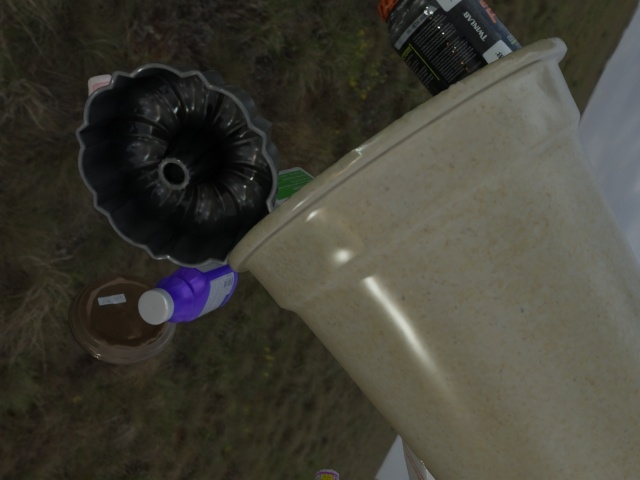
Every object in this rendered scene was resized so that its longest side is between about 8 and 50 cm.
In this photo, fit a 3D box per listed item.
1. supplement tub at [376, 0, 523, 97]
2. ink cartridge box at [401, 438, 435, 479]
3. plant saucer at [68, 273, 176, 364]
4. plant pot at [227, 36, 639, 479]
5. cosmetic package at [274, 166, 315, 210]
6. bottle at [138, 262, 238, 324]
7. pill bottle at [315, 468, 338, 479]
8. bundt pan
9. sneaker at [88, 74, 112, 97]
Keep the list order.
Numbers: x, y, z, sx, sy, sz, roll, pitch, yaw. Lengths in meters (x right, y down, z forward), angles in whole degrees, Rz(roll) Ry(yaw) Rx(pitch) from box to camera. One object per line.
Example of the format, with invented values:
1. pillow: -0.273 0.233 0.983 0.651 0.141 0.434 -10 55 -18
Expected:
1. supplement tub: 0.289 -0.424 1.255 0.207 0.338 0.207 -40 -178 2
2. ink cartridge box: 0.208 0.312 1.017 0.207 0.119 0.354 -141 -138 -85
3. plant saucer: -0.520 0.197 1.539 0.278 0.277 0.041 -45 171 -45
4. plant pot: 0.141 0.057 0.506 0.333 0.306 0.334 -33 177 -2
5. cosmetic package: 0.000 0.000 1.286 0.196 0.365 0.155 -22 139 -49
6. bottle: -0.273 0.109 1.211 0.118 0.092 0.283 -63 168 14
7. pill bottle: 0.010 0.459 1.039 0.083 0.043 0.043 -85 -175 -45
8. bundt pan: -0.208 -0.126 0.926 0.124 0.330 0.331 -63 173 -60
9. sneaker: -0.390 -0.285 1.127 0.051 0.070 0.134 -31 162 35
